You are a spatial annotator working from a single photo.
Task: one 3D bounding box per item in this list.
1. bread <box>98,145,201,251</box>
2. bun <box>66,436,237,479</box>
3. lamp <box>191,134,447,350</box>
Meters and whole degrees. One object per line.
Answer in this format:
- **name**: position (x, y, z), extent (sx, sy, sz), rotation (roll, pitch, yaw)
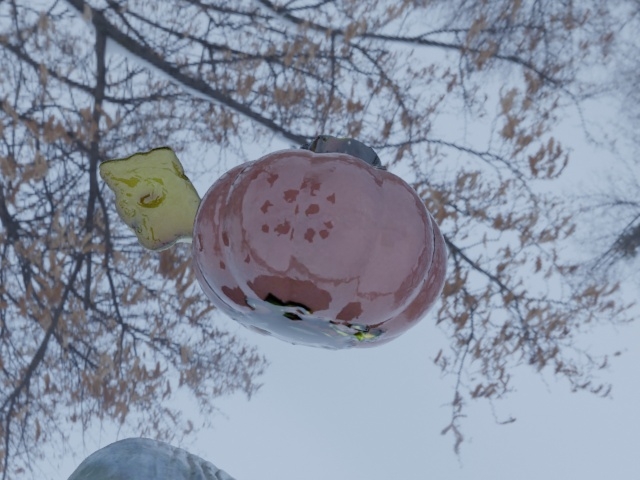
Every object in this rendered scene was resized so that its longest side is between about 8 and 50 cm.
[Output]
- **bread**: position (-0.317, -0.072, 1.369), extent (0.161, 0.088, 0.233), rotation (-22, -121, -21)
- **bun**: position (-0.115, 0.359, 0.712), extent (0.362, 0.362, 0.211), rotation (31, -104, 4)
- **lamp**: position (0.000, 0.000, 0.840), extent (0.305, 0.305, 0.239), rotation (16, -114, -7)
